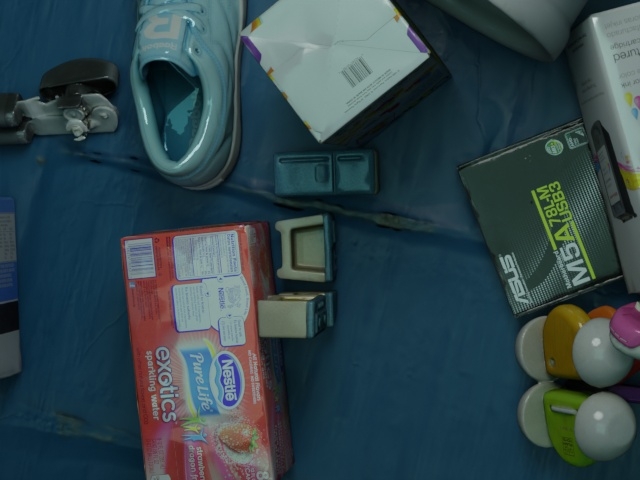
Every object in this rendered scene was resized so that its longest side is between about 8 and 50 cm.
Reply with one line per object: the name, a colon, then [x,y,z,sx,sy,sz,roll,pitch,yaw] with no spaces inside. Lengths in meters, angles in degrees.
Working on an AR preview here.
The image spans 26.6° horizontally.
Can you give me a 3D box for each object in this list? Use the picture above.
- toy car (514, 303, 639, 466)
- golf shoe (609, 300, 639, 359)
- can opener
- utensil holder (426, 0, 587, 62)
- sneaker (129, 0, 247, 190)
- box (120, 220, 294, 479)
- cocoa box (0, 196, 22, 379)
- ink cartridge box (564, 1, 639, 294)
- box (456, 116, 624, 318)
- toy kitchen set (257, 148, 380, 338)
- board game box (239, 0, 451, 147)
toy car: [0.308,0.160,1.519,0.136,0.159,0.182,-2,90,-28]
golf shoe: [0.427,0.149,1.451,0.306,0.115,0.140,14,112,-24]
can opener: [-0.376,-0.159,1.652,0.280,0.074,0.093,-5,57,8]
utensil holder: [0.209,-0.434,1.409,0.328,0.327,0.385,32,95,7]
sneaker: [-0.157,-0.241,1.562,0.135,0.150,0.366,-8,91,9]
box: [-0.126,0.132,1.575,0.154,0.142,0.300,-6,92,10]
cocoa box: [-0.558,0.060,1.599,0.347,0.231,0.228,-1,92,9]
ink cartridge box: [0.415,-0.114,1.462,0.226,0.131,0.306,-15,88,-4]
box: [0.274,-0.030,1.552,0.184,0.045,0.190,-20,89,6]
toy kitchen set: [0.000,0.000,1.537,0.122,0.166,0.207,-2,92,10]
board game box: [0.036,-0.199,1.467,0.144,0.275,0.142,-38,86,9]
